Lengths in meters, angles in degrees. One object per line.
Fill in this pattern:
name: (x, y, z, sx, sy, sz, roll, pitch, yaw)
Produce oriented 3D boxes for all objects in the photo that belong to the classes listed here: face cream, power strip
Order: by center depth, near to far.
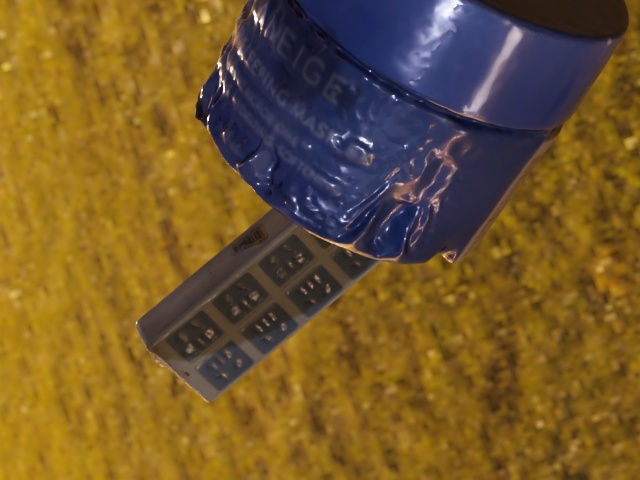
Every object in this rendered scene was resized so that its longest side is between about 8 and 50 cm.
face cream: (0.062, -0.132, 1.248, 0.249, 0.249, 0.225, 56, 129, 39)
power strip: (0.000, 0.000, 1.519, 0.106, 0.367, 0.043, 47, -175, -42)
